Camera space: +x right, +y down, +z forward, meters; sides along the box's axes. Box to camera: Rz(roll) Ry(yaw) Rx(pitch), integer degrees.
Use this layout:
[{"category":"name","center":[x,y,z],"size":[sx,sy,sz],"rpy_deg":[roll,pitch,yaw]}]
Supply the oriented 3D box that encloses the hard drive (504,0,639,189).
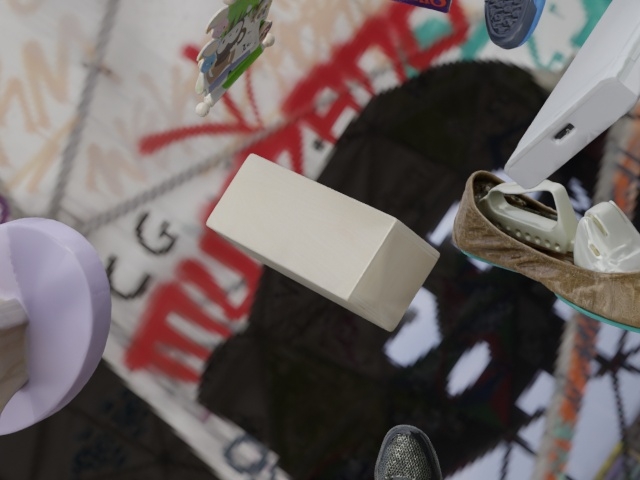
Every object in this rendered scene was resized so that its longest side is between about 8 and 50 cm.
[{"category":"hard drive","center":[0.298,-0.200,1.423],"size":[0.307,0.040,0.203],"rpy_deg":[-55,5,-30]}]

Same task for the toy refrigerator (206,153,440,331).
[{"category":"toy refrigerator","center":[0.000,0.000,1.664],"size":[0.094,0.269,0.102],"rpy_deg":[37,-97,-41]}]

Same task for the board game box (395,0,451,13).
[{"category":"board game box","center":[0.057,-0.378,1.357],"size":[0.056,0.208,0.347],"rpy_deg":[84,-159,-63]}]

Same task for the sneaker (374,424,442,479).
[{"category":"sneaker","center":[0.096,0.338,1.821],"size":[0.130,0.087,0.227],"rpy_deg":[46,-127,-78]}]

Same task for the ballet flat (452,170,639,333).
[{"category":"ballet flat","center":[0.287,-0.001,1.728],"size":[0.116,0.342,0.124],"rpy_deg":[-25,-55,-32]}]

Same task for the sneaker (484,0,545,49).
[{"category":"sneaker","center":[0.216,-0.275,1.473],"size":[0.069,0.082,0.209],"rpy_deg":[-10,62,45]}]

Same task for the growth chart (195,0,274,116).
[{"category":"growth chart","center":[-0.079,-0.225,1.558],"size":[0.172,0.021,0.237],"rpy_deg":[-53,-6,-30]}]

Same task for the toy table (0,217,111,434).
[{"category":"toy table","center":[-0.326,0.097,1.331],"size":[0.161,0.252,0.274],"rpy_deg":[-25,-22,-51]}]
